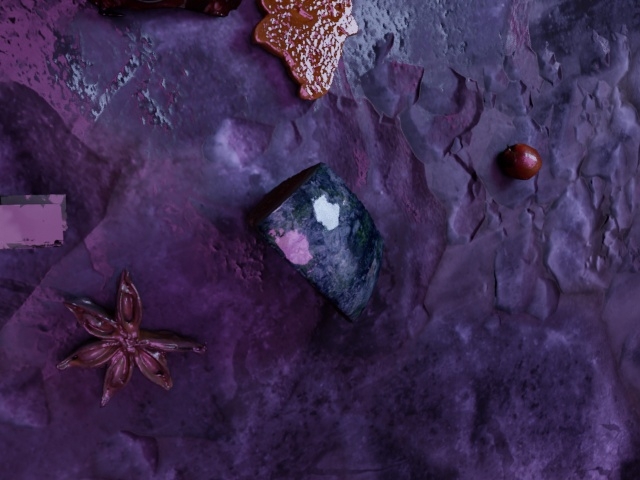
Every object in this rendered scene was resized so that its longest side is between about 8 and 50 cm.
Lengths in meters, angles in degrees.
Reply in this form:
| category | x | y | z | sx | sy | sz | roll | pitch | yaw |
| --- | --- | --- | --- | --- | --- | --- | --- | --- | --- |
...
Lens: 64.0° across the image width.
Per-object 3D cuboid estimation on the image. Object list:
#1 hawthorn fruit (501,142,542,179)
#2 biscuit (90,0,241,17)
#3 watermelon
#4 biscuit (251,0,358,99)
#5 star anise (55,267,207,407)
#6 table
| category | x | y | z | sx | sy | sz | roll | pitch | yaw |
| --- | --- | --- | --- | --- | --- | --- | --- | --- | --- |
| hawthorn fruit | 0.395 | -0.155 | 1.012 | 0.077 | 0.077 | 0.077 | -4 | 99 | -23 |
| biscuit | -0.199 | -0.363 | 0.682 | 0.235 | 0.151 | 0.063 | -9 | 64 | -24 |
| watermelon | 0.000 | 0.000 | 0.813 | 0.148 | 0.226 | 0.318 | -50 | 146 | -10 |
| biscuit | -0.026 | -0.364 | 0.811 | 0.183 | 0.043 | 0.280 | -8 | 96 | -26 |
| star anise | -0.294 | 0.151 | 0.759 | 0.172 | 0.063 | 0.208 | -43 | 115 | -8 |
| table | -0.412 | -0.021 | 0.631 | 0.175 | 0.146 | 0.062 | -4 | 100 | -24 |
